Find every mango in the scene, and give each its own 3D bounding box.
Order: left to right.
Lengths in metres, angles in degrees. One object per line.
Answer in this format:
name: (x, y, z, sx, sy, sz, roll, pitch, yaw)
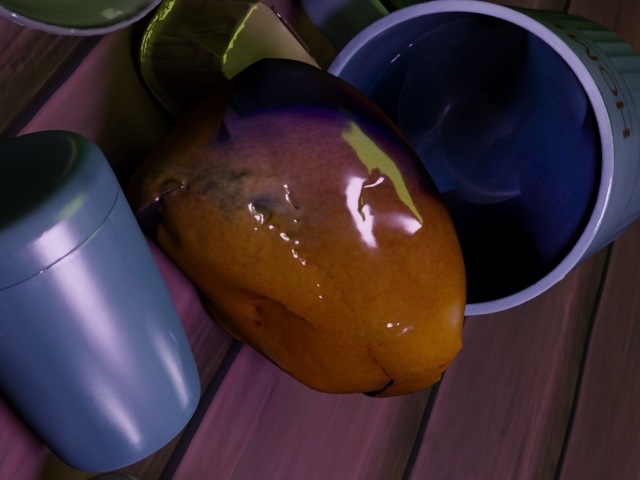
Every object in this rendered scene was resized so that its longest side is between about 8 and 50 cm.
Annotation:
mango: (0.000, 0.000, 1.256, 0.153, 0.201, 0.287, -60, 139, -24)

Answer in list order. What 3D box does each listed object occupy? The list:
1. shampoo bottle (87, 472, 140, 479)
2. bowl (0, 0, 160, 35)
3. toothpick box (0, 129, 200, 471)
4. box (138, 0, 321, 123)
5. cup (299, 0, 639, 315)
shampoo bottle: (-0.098, 0.209, 1.076, 0.234, 0.087, 0.118, 38, 50, -53)
bowl: (-0.219, -0.256, 0.969, 0.337, 0.157, 0.337, 30, 54, -52)
toothpick box: (-0.145, 0.041, 1.031, 0.120, 0.120, 0.184, -70, 142, -51)
box: (-0.058, -0.116, 1.336, 0.177, 0.111, 0.111, 48, 36, -39)
cup: (0.133, -0.095, 1.606, 0.311, 0.331, 0.257, -16, 125, -67)
